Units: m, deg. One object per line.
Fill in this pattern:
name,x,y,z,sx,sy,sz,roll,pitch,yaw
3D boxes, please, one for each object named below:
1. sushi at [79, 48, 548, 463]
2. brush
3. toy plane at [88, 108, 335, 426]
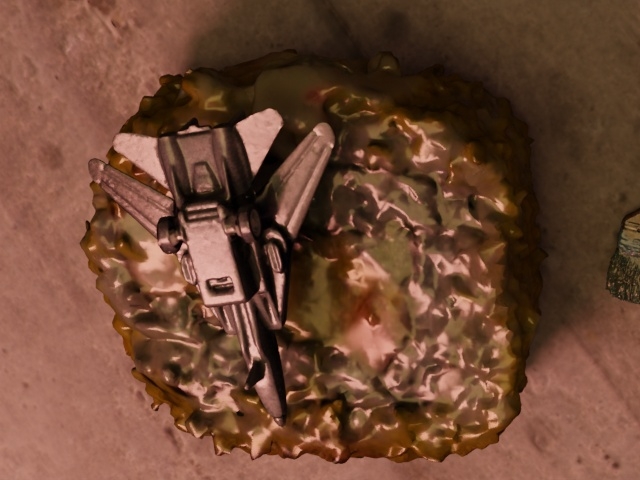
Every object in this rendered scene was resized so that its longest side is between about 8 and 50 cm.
sushi,0.000,0.000,1.689,0.396,0.240,0.351,2,106,13
brush,0.300,-0.035,1.702,0.070,0.021,0.196,13,109,11
toy plane,-0.068,0.032,1.541,0.212,0.088,0.267,-7,103,21
